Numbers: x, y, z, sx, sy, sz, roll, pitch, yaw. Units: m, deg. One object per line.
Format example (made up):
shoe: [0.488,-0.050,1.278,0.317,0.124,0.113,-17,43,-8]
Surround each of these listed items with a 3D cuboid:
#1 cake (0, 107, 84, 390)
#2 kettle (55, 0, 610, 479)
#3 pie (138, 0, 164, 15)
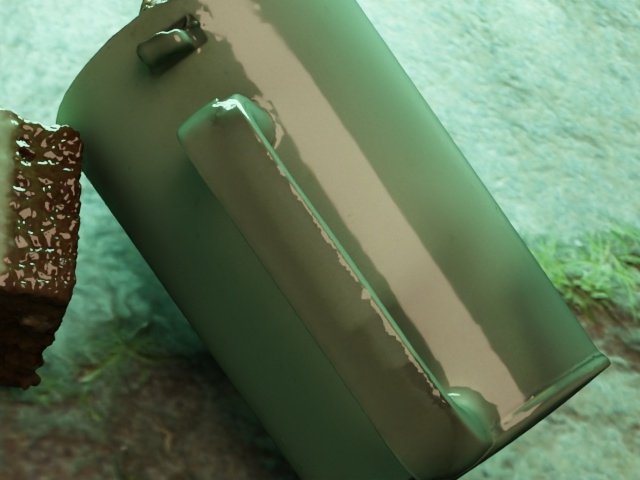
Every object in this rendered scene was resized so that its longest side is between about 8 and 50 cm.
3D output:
cake: [-0.222,0.000,0.821,0.147,0.135,0.134,9,55,-21]
kettle: [0.012,-0.006,0.843,0.205,0.265,0.318,-29,79,-25]
pie: [-0.051,-0.146,1.061,0.182,0.049,0.182,11,58,-18]
